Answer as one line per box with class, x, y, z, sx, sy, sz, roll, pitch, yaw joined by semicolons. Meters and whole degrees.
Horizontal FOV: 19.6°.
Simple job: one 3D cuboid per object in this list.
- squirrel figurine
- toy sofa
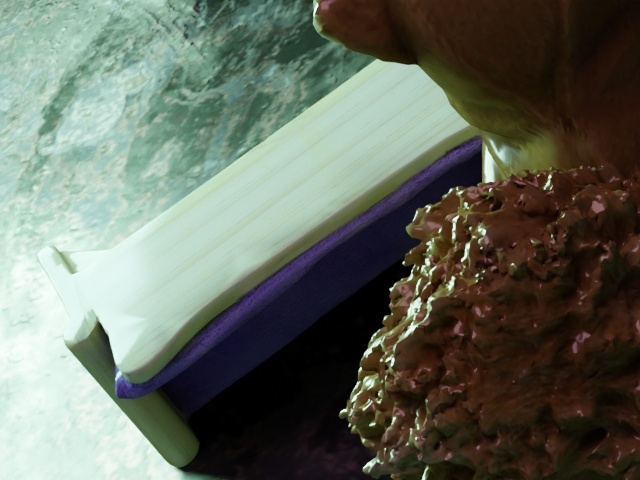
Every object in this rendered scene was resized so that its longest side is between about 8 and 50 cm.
squirrel figurine;0.158;-0.019;1.003;0.281;0.370;0.397;-12;41;28
toy sofa;0.000;0.000;1.297;0.362;0.150;0.177;-36;41;-3
